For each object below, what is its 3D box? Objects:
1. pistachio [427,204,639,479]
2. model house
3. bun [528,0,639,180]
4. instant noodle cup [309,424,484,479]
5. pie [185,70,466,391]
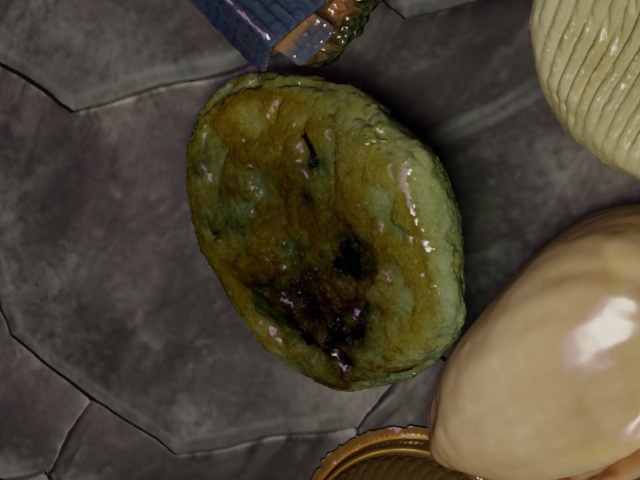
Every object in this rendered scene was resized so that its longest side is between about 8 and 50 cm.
[{"bbox_3d":[0.213,0.101,1.473,0.318,0.193,0.214,-38,51,34],"label":"pistachio"},{"bbox_3d":[-0.031,-0.247,1.495,0.166,0.172,0.183,48,116,7],"label":"model house"},{"bbox_3d":[0.285,-0.153,1.384,0.259,0.160,0.259,28,128,43],"label":"bun"},{"bbox_3d":[0.082,0.311,1.634,0.274,0.091,0.274,6,105,23],"label":"instant noodle cup"},{"bbox_3d":[0.000,0.000,1.567,0.323,0.070,0.323,19,120,37],"label":"pie"}]
